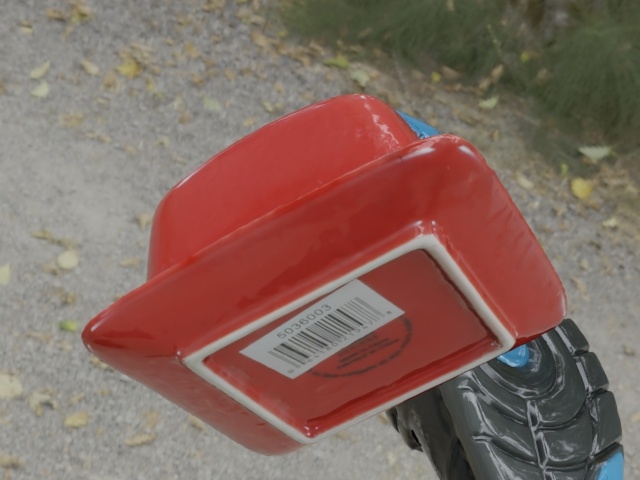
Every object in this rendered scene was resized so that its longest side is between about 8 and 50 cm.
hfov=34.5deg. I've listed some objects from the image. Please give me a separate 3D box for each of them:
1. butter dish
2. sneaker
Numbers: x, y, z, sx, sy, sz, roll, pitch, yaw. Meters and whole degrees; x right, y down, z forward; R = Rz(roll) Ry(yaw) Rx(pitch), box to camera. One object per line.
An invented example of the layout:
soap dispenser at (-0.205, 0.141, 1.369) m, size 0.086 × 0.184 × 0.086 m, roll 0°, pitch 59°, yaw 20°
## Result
butter dish at (0.000, 0.000, 0.430) m, size 0.160 × 0.160 × 0.118 m, roll 46°, pitch 21°, yaw -51°
sneaker at (0.075, 0.069, 0.653) m, size 0.125 × 0.140 × 0.341 m, roll 17°, pitch 37°, yaw -31°
